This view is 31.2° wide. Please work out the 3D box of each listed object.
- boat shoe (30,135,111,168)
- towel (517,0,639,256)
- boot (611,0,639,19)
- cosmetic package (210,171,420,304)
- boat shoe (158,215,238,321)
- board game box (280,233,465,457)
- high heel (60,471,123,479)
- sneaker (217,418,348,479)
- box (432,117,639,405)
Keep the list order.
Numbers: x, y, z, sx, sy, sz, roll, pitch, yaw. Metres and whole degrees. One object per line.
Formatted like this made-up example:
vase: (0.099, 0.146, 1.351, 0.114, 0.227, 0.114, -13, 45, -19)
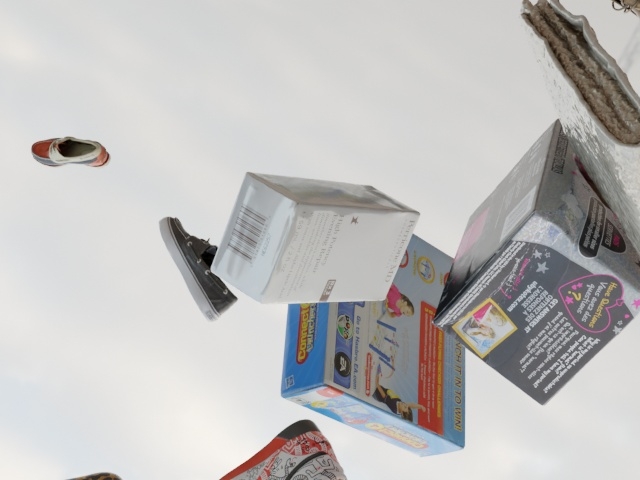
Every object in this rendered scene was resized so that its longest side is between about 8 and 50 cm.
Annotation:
boat shoe: (-0.392, -0.139, 1.770, 0.137, 0.049, 0.043, 8, 163, 20)
towel: (0.246, -0.086, 0.965, 0.187, 0.049, 0.282, 57, -169, -35)
boot: (0.453, -0.337, 1.611, 0.115, 0.305, 0.112, -18, 175, -12)
cosmetic package: (0.000, 0.000, 1.222, 0.085, 0.117, 0.231, 31, -162, 34)
boat shoe: (-0.206, 0.035, 1.961, 0.228, 0.076, 0.080, 59, -178, 37)
board game box: (0.088, 0.124, 1.665, 0.302, 0.086, 0.308, 30, -128, -38)
high heel: (-0.438, 0.428, 1.801, 0.261, 0.186, 0.093, -17, -93, -30)
sneaker: (-0.080, 0.415, 1.790, 0.145, 0.270, 0.090, 51, -176, 40)
box: (0.233, 0.014, 1.137, 0.142, 0.163, 0.247, 37, -150, -4)
